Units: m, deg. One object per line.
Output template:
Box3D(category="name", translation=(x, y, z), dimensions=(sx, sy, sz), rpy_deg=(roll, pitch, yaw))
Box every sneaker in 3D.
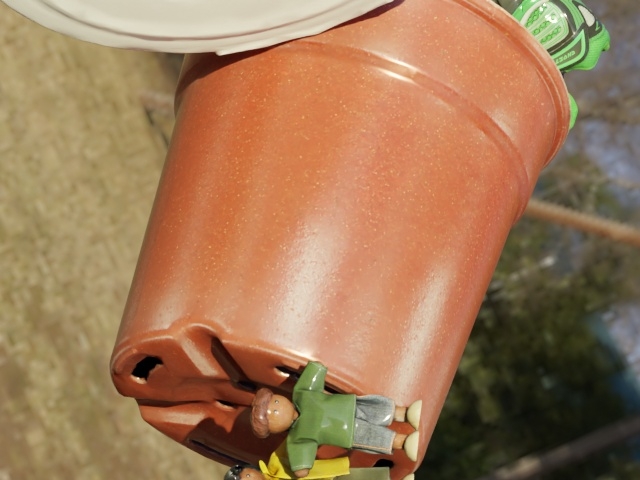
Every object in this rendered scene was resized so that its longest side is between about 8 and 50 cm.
Box3D(category="sneaker", translation=(0.171, -0.118, 1.800), dimensions=(0.146, 0.134, 0.343), rpy_deg=(35, -50, 3))

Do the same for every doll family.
Box3D(category="doll family", translation=(-0.009, 0.162, 0.930), dimensions=(0.076, 0.111, 0.193), rpy_deg=(91, 5, -57))

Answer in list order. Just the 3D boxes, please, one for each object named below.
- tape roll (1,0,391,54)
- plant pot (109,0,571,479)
Box3D(category="tape roll", translation=(-0.057, -0.212, 0.946), dimensions=(0.286, 0.286, 0.100), rpy_deg=(75, 4, -67))
Box3D(category="plant pot", translation=(0.000, 0.000, 1.119), dimensions=(0.272, 0.272, 0.265), rpy_deg=(72, 32, -56))
